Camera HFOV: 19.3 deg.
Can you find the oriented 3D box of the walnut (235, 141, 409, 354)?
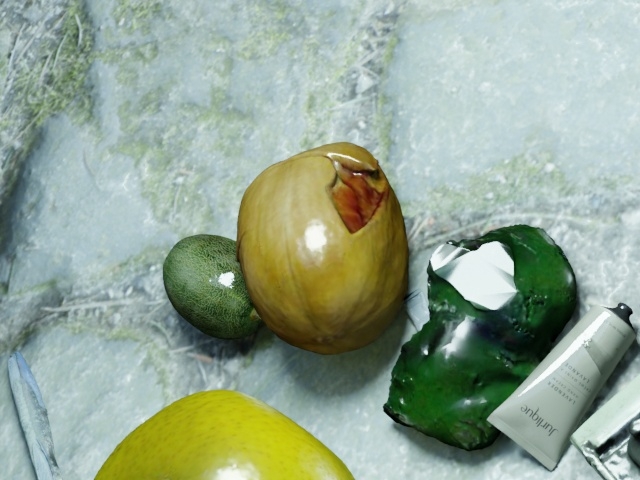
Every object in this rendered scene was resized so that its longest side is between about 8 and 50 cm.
[{"bbox_3d":[0.000,0.000,2.135,0.203,0.203,0.298,-26,34,16],"label":"walnut"}]

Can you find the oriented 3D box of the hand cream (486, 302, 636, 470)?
[{"bbox_3d":[0.264,0.141,1.970,0.087,0.054,0.186,38,84,3],"label":"hand cream"}]

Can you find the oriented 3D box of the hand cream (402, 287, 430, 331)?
[{"bbox_3d":[0.118,0.092,2.120,0.030,0.019,0.093,-37,42,9],"label":"hand cream"}]

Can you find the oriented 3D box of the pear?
[{"bbox_3d":[-0.131,0.329,2.008,0.340,0.191,0.386,-30,50,13],"label":"pear"}]

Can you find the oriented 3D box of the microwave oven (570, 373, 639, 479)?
[{"bbox_3d":[0.480,0.178,1.688,0.394,0.247,0.333,-42,48,3],"label":"microwave oven"}]

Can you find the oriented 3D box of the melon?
[{"bbox_3d":[-0.118,0.055,2.221,0.114,0.114,0.167,-50,46,-5],"label":"melon"}]

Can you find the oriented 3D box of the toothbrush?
[{"bbox_3d":[-0.323,0.286,2.257,0.035,0.042,0.413,-34,48,10],"label":"toothbrush"}]

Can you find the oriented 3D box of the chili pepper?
[{"bbox_3d":[0.174,0.092,2.016,0.148,0.116,0.264,28,80,35],"label":"chili pepper"}]
